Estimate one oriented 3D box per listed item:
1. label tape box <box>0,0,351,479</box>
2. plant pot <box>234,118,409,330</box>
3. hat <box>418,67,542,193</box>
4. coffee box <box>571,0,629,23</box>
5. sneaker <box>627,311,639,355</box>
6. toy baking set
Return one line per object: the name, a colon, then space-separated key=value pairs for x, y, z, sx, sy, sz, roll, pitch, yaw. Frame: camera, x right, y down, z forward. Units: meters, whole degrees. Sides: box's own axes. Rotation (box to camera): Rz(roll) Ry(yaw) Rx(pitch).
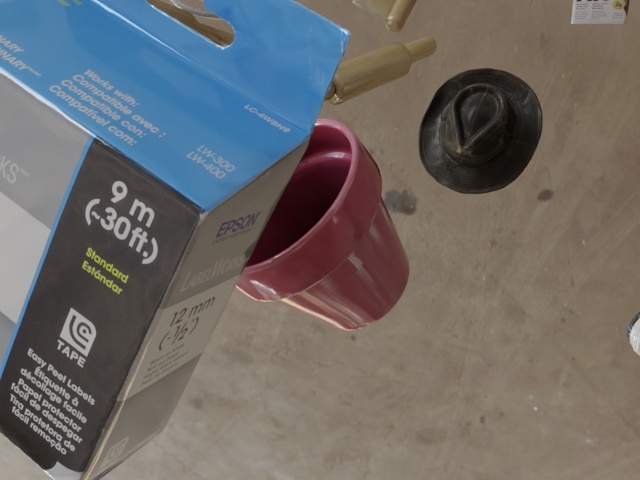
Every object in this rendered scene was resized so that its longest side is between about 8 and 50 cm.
label tape box: x=-0.170 y=-0.041 z=0.442 sx=0.249 sy=0.115 sz=0.348 roll=34 pitch=112 yaw=14
plant pot: x=0.000 y=0.000 z=0.694 sx=0.201 sy=0.201 sz=0.180 roll=-18 pitch=135 yaw=30
hat: x=0.390 y=-0.283 z=1.574 sx=0.331 sy=0.134 sz=0.331 roll=-1 pitch=86 yaw=16
coffee box: x=0.633 y=-0.640 z=1.409 sx=0.118 sy=0.168 sz=0.297 roll=6 pitch=113 yaw=20
sneaker: x=0.405 y=0.102 z=0.585 sx=0.211 sy=0.081 sz=0.080 roll=-9 pitch=120 yaw=12
toy baking set: x=-0.026 y=-0.188 z=0.542 sx=0.197 sy=0.256 sz=0.030 roll=46 pitch=147 yaw=16
